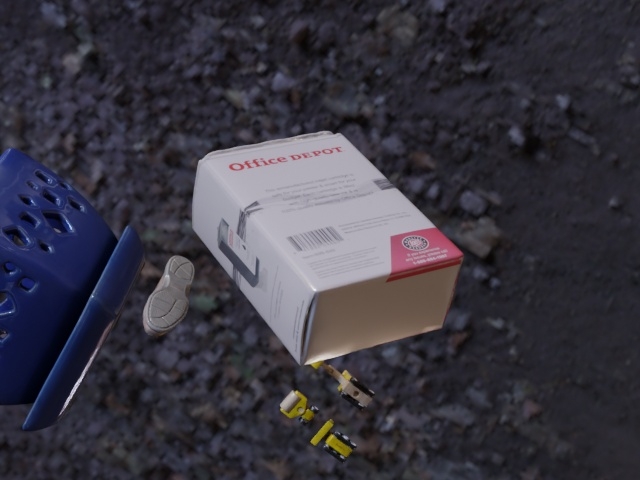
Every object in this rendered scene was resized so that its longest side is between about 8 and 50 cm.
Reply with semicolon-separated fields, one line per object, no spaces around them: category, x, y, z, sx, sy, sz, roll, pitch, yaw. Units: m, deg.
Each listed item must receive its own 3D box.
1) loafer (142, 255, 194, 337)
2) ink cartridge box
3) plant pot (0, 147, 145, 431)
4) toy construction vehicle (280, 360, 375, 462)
loafer;-0.170;0.069;1.469;0.045;0.125;0.039;30;127;-11
ink cartridge box;0.000;0.000;1.204;0.218;0.158;0.092;50;141;41
plant pot;-0.343;0.066;1.547;0.212;0.236;0.236;29;113;-8
toy construction vehicle;0.010;0.179;1.435;0.098;0.086;0.035;35;-173;-15
